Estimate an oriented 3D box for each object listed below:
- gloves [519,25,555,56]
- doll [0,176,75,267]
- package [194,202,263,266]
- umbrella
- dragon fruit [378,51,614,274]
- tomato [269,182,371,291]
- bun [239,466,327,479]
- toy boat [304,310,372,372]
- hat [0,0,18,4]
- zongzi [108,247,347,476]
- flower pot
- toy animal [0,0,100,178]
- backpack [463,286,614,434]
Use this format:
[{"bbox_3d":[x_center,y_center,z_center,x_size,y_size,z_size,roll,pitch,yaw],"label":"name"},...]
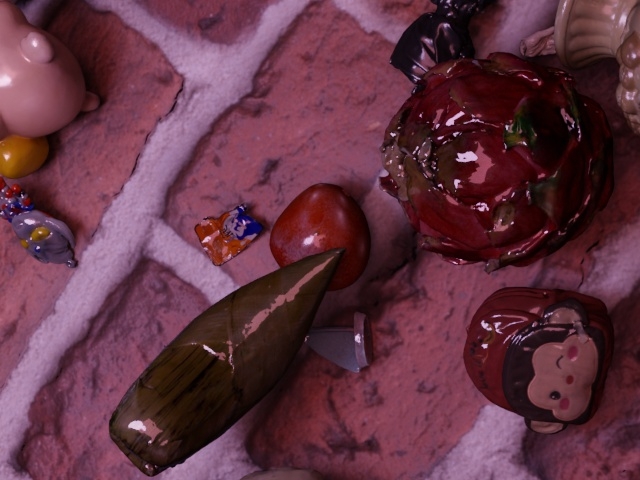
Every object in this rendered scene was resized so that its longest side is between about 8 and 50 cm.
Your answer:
[{"bbox_3d":[0.328,-0.296,1.884,0.081,0.037,0.044,-2,127,1],"label":"gloves"},{"bbox_3d":[-0.474,-0.024,2.074,0.104,0.062,0.195,-35,111,19],"label":"doll"},{"bbox_3d":[-0.147,-0.015,2.024,0.110,0.033,0.077,-33,105,27],"label":"package"},{"bbox_3d":[0.191,-0.322,1.891,0.122,0.110,0.272,16,97,-20],"label":"umbrella"},{"bbox_3d":[0.252,-0.110,1.771,0.329,0.329,0.329,0,91,16],"label":"dragon fruit"},{"bbox_3d":[0.000,0.000,1.923,0.167,0.167,0.167,0,91,16],"label":"tomato"},{"bbox_3d":[-0.052,0.509,1.916,0.359,0.211,0.360,2,102,12],"label":"bun"},{"bbox_3d":[0.020,0.162,1.984,0.122,0.034,0.096,-5,89,24],"label":"toy boat"},{"bbox_3d":[-0.514,-0.438,2.027,0.275,0.232,0.161,23,120,30],"label":"hat"},{"bbox_3d":[-0.128,0.166,1.814,0.160,0.323,0.360,46,130,1],"label":"zongzi"},{"bbox_3d":[0.473,-0.295,1.727,0.244,0.307,0.307,27,98,30],"label":"flower pot"},{"bbox_3d":[-0.510,-0.277,1.977,0.247,0.345,0.277,-29,68,18],"label":"toy animal"},{"bbox_3d":[0.316,0.162,1.847,0.229,0.139,0.229,5,111,14],"label":"backpack"}]
